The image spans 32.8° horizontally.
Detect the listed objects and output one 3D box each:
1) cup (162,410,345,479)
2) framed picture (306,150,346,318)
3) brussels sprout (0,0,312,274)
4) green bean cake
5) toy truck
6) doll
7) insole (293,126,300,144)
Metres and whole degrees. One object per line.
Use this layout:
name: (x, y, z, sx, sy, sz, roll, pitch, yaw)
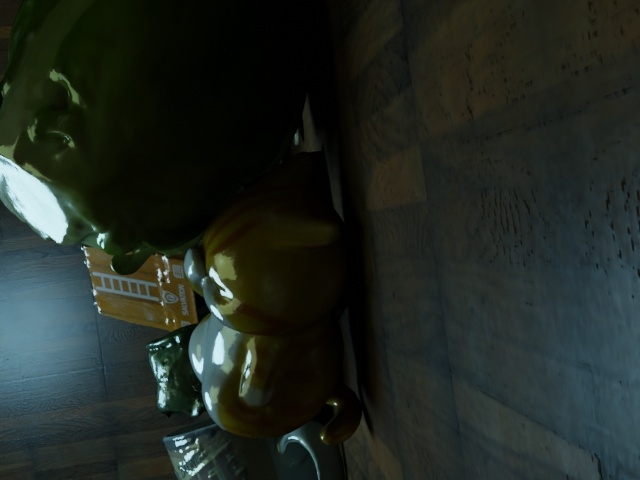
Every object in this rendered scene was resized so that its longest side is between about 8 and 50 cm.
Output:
cup: (-0.051, 0.347, 1.504, 0.301, 0.227, 0.257, -25, 85, 53)
framed picture: (0.000, 0.000, 1.200, 0.128, 0.023, 0.169, 112, 150, -77)
brussels sprout: (-0.165, -0.162, 1.089, 0.371, 0.275, 0.315, -46, -22, -39)
green bean cake: (-0.097, 0.155, 1.344, 0.222, 0.227, 0.125, 132, 128, -82)
toy truck: (-0.186, -0.053, 1.562, 0.388, 0.206, 0.173, -69, -17, -46)
doll: (-0.049, 0.068, 1.059, 0.167, 0.162, 0.270, -123, 25, -46)
insole: (-0.046, -0.196, 1.428, 0.248, 0.011, 0.081, -107, 10, -59)
